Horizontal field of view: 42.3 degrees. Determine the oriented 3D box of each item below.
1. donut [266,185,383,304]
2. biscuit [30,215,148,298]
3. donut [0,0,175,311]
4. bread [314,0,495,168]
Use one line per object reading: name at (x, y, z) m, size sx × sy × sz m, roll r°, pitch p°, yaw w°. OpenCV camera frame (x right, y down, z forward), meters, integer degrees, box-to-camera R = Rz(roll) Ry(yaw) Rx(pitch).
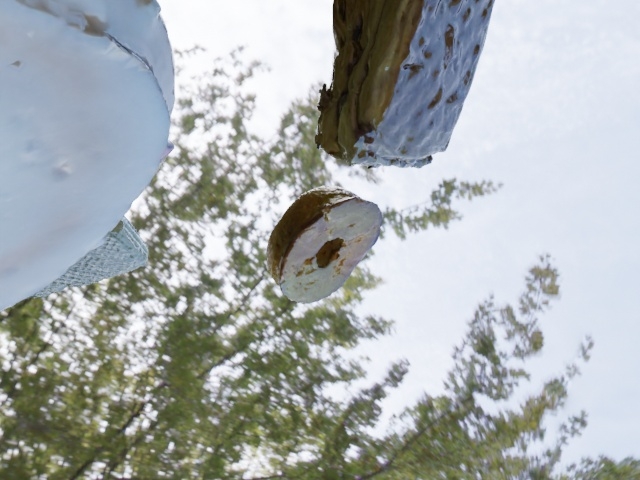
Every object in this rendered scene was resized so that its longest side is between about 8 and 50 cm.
donut at (-0.001, 0.000, 1.225) m, size 0.074 × 0.174 × 0.190 m, roll 43°, pitch -63°, yaw 34°
biscuit at (-0.347, 0.016, 0.984) m, size 0.252 × 0.150 × 0.052 m, roll -15°, pitch -126°, yaw 4°
donut at (-0.278, -0.075, 0.517) m, size 0.383 × 0.382 × 0.142 m, roll -34°, pitch -115°, yaw 0°
bread at (0.113, -0.272, 1.227) m, size 0.167 × 0.277 × 0.324 m, roll 27°, pitch -73°, yaw 31°
